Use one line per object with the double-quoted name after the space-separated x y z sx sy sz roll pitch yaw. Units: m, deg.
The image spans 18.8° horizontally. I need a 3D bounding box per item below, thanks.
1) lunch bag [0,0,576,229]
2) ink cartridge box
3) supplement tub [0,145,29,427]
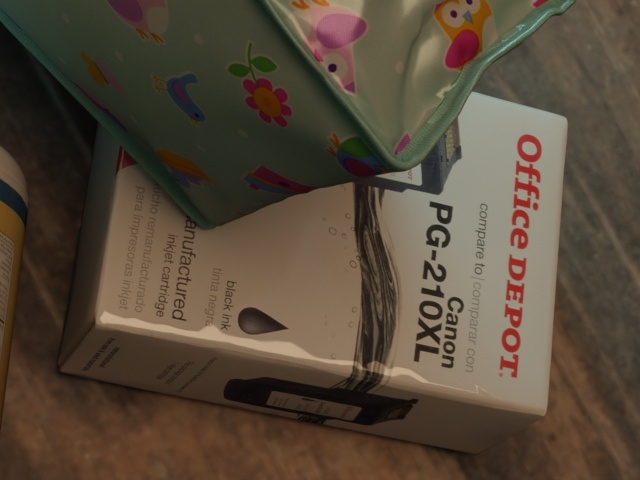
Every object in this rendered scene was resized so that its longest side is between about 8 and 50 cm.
-0.053 -0.151 0.830 0.262 0.223 0.160 49 66 -12 "lunch bag"
0.000 0.000 0.999 0.237 0.100 0.172 13 69 -16 "ink cartridge box"
-0.214 0.051 0.879 0.144 0.144 0.200 11 69 -17 "supplement tub"
